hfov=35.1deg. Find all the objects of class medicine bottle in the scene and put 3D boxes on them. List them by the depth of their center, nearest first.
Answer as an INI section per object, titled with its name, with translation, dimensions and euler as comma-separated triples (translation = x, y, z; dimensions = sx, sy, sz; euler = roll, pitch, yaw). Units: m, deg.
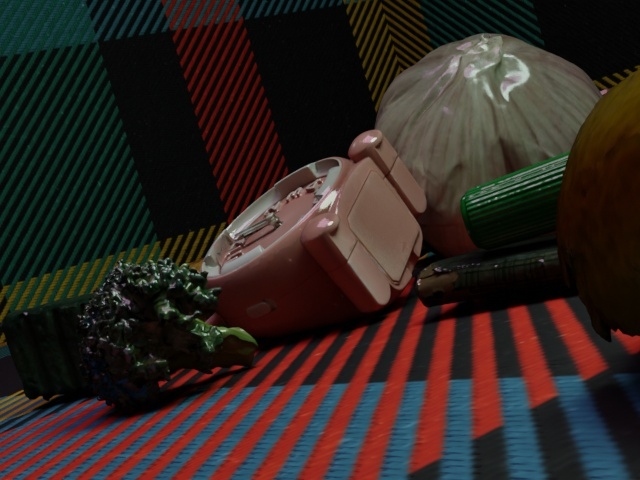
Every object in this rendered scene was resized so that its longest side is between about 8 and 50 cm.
[medicine bottle]
translation = 0.262, -0.061, 0.813
dimensions = 0.309, 0.076, 0.111
euler = -21, 33, 22

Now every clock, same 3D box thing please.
[clock]
translation = -0.019, 0.020, 1.100
dimensions = 0.241, 0.142, 0.227
euler = -24, 23, 32

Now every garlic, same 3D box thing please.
[garlic]
translation = 0.199, -0.123, 1.232
dimensions = 0.317, 0.259, 0.317
euler = -4, 43, 4

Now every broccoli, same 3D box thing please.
[broccoli]
translation = -0.137, 0.084, 0.902
dimensions = 0.160, 0.167, 0.154
euler = 13, 21, -30

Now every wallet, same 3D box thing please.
[wallet]
translation = 0.247, 0.004, 0.848
dimensions = 0.317, 0.044, 0.169
euler = -14, 2, 38

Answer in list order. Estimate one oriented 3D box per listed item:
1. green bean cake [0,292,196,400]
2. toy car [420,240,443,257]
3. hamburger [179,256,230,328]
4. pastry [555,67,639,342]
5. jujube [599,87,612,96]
[green bean cake]
translation = -0.220, 0.100, 1.131
dimensions = 0.208, 0.107, 0.193
euler = -15, 0, 21
[toy car]
translation = 0.192, -0.077, 1.479
dimensions = 0.255, 0.190, 0.188
euler = -15, 1, -20
[hamburger]
translation = -0.132, 0.073, 1.281
dimensions = 0.214, 0.108, 0.214
euler = -21, 0, 0
[pastry]
translation = 0.284, -0.048, 0.461
dimensions = 0.356, 0.164, 0.356
euler = -18, -3, -1
[jujube]
translation = 0.440, -0.141, 1.496
dimensions = 0.250, 0.174, 0.174
euler = -20, 1, 11
